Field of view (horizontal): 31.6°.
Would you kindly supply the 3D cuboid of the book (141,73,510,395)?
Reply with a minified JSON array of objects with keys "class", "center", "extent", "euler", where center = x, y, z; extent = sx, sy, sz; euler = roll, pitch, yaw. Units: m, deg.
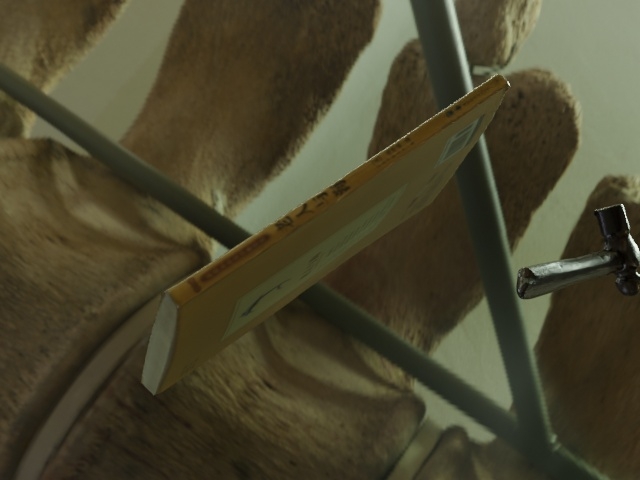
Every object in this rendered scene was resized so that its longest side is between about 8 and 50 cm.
[{"class":"book","center":[0.000,0.000,1.081],"extent":[0.389,0.269,0.032],"euler":[-34,-102,-25]}]

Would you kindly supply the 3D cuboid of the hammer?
[{"class":"hammer","center":[0.160,0.015,0.716],"extent":[0.021,0.178,0.065],"euler":[-15,-93,37]}]
